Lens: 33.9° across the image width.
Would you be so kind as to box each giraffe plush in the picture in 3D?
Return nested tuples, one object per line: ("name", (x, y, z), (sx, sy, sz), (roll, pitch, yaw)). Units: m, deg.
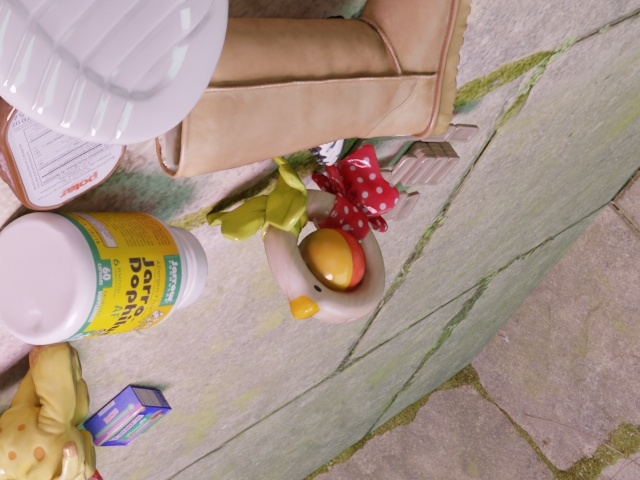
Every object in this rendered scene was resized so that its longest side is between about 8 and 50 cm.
("giraffe plush", (-0.339, 0.219, 1.130), (0.170, 0.210, 0.181), (-8, 139, -8))

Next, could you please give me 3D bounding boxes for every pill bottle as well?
("pill bottle", (-0.200, 0.031, 0.992), (0.117, 0.118, 0.208), (-46, 161, 20))

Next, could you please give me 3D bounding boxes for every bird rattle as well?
("bird rattle", (0.000, 0.000, 1.213), (0.143, 0.207, 0.253), (-29, 161, 33))

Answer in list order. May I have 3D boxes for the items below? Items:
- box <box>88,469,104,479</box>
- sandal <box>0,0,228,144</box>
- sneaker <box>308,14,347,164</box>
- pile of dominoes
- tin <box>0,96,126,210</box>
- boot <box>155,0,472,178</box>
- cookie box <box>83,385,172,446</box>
("box", (-0.389, 0.375, 1.449), (0.128, 0.123, 0.257), (-28, 160, -34))
("sandal", (-0.182, -0.186, 0.546), (0.169, 0.102, 0.416), (-54, 149, 0))
("sneaker", (0.014, -0.148, 1.046), (0.106, 0.078, 0.234), (-36, 160, -3))
("pile of dominoes", (0.090, -0.101, 1.428), (0.251, 0.040, 0.196), (-4, 142, -49))
("tin", (-0.207, -0.087, 0.825), (0.106, 0.040, 0.190), (-29, 160, -17))
("boot", (-0.004, -0.179, 0.885), (0.269, 0.089, 0.236), (-9, 108, -27))
("cookie box", (-0.278, 0.255, 1.517), (0.092, 0.040, 0.107), (-40, 162, 5))
